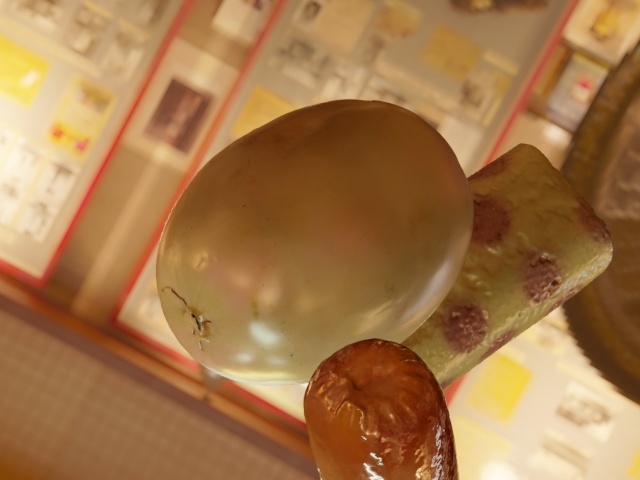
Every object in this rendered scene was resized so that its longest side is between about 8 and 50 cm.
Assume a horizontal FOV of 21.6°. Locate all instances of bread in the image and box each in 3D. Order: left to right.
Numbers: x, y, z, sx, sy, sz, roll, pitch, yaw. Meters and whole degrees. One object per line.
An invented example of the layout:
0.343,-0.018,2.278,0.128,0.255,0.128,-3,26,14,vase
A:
0.155,0.047,1.917,0.187,0.338,0.155,51,160,19,bread

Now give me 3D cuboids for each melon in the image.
0.000,0.000,1.434,0.223,0.223,0.317,31,-138,23,melon

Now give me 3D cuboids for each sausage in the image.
0.047,0.163,1.030,0.089,0.083,0.300,52,165,33,sausage
